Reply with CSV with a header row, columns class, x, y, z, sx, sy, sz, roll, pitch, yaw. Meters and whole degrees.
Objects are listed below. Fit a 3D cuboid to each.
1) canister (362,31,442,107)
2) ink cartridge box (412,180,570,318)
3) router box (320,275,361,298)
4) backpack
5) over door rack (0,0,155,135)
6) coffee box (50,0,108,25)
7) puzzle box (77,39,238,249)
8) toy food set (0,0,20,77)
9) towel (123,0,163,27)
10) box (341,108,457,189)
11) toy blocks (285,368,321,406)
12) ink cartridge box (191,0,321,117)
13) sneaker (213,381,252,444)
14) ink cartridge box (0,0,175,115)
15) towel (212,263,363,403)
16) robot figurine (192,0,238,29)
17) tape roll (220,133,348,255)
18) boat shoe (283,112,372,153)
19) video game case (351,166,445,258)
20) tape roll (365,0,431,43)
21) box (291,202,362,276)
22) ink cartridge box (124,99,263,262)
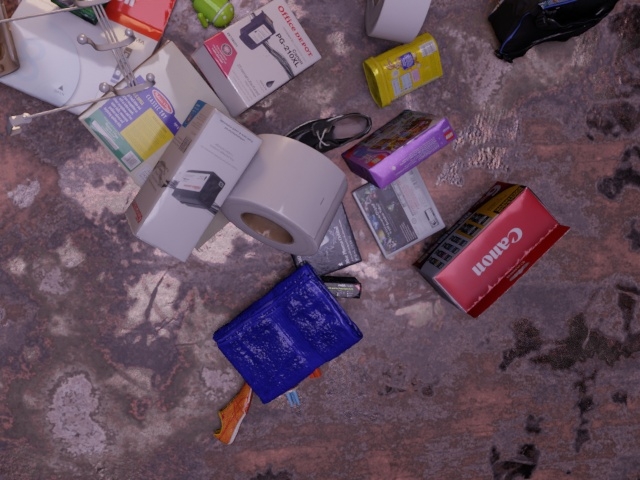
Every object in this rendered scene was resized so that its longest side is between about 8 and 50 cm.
class,x,y,z,sx,sy,sz,roll,pitch,yaw
canister,0.198,-0.406,1.857,0.169,0.073,0.126,-27,135,-6
ink cartridge box,0.398,0.015,1.854,0.309,0.272,0.130,-45,100,0
router box,0.034,0.113,1.913,0.122,0.092,0.038,3,97,-8
backpack,0.545,-0.563,1.819,0.263,0.276,0.213,-10,85,-9
over door rack,-0.532,-0.382,1.606,0.324,0.108,0.240,-24,86,-20
coffee box,-0.507,-0.584,1.728,0.113,0.040,0.184,28,80,-8
puzzle box,-0.315,-0.214,1.796,0.272,0.052,0.409,-40,113,-4
toy food set,-0.809,-0.440,1.687,0.306,0.092,0.220,-16,87,11
towel,-0.412,-0.540,1.814,0.060,0.009,0.083,41,90,-10
box,0.170,-0.214,1.784,0.200,0.293,0.057,-34,106,-1
toy blocks,-0.054,0.332,1.950,0.123,0.054,0.148,-20,99,-4
ink cartridge box,-0.143,-0.418,1.774,0.237,0.100,0.172,-39,101,-26
sneaker,-0.215,0.422,1.939,0.067,0.064,0.175,25,91,0
ink cartridge box,-0.522,-0.479,1.761,0.308,0.091,0.385,23,98,-9
towel,-0.082,0.229,1.854,0.308,0.076,0.228,-37,94,14
robot figurine,-0.249,-0.541,1.804,0.115,0.067,0.101,39,79,-10
tape roll,-0.082,-0.096,1.724,0.246,0.246,0.169,30,71,-10
boat shoe,0.011,-0.254,1.870,0.233,0.079,0.084,-18,101,-3
video game case,0.195,-0.077,1.944,0.173,0.022,0.190,-28,101,-3
tape roll,0.182,-0.587,1.744,0.100,0.286,0.286,9,96,-9
box,0.000,0.000,1.894,0.158,0.093,0.156,-20,99,-3
ink cartridge box,-0.278,-0.134,1.681,0.129,0.223,0.307,32,93,-24
